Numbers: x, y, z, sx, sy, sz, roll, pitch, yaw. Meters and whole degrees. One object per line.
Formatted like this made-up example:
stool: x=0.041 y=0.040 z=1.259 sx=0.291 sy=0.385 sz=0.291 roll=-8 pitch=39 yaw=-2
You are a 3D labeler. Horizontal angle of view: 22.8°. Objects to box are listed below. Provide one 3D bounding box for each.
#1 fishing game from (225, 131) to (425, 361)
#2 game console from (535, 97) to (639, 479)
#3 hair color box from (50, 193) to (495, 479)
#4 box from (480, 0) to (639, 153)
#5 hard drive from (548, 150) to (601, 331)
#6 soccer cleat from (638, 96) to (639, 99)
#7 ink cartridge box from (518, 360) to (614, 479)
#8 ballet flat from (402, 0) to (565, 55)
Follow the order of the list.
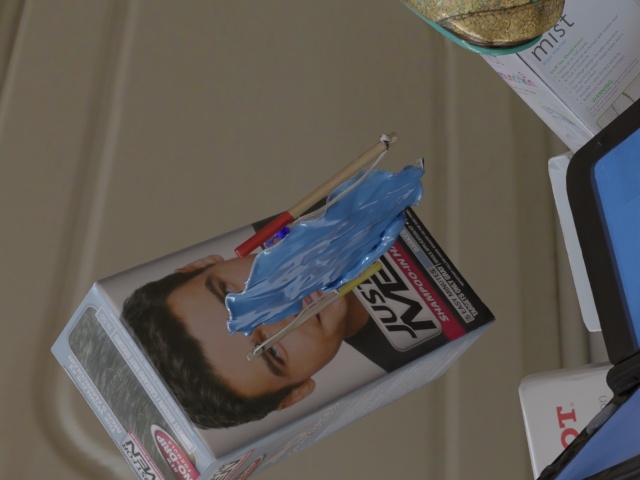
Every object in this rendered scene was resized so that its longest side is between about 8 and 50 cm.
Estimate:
fishing game: x=0.000 y=0.000 z=1.170 sx=0.189 sy=0.041 sz=0.264 roll=-37 pitch=164 yaw=-9
game console: x=0.080 y=0.013 z=0.403 sx=0.071 sy=0.107 sz=0.122 roll=48 pitch=154 yaw=3
hair color box: x=-0.033 y=0.084 z=1.441 sx=0.374 sy=0.185 sz=0.113 roll=-22 pitch=159 yaw=-43
box: x=0.323 y=-0.215 z=1.583 sx=0.231 sy=0.127 sz=0.262 roll=42 pitch=87 yaw=-19
hard drive: x=0.446 y=-0.036 z=2.163 sx=0.047 sy=0.353 sz=0.233 roll=-9 pitch=97 yaw=44
soccer cleat: x=0.170 y=-0.005 z=0.565 sx=0.109 sy=0.116 sz=0.318 roll=-7 pitch=-177 yaw=-4
ink cartridge box: x=0.402 y=0.238 z=1.495 sx=0.395 sy=0.285 sz=0.166 roll=-10 pitch=175 yaw=10
ballet flat: x=0.030 y=-0.238 z=1.059 sx=0.123 sy=0.348 sz=0.123 roll=-25 pitch=132 yaw=-30
